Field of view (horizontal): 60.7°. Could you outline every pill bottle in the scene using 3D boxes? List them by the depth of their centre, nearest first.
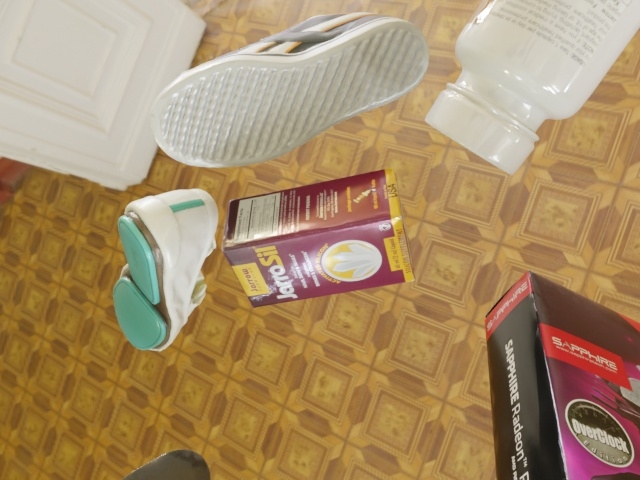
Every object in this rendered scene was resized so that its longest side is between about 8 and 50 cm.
[{"bbox_3d":[0.200,-0.183,0.497,0.131,0.131,0.229,40,109,25],"label":"pill bottle"}]

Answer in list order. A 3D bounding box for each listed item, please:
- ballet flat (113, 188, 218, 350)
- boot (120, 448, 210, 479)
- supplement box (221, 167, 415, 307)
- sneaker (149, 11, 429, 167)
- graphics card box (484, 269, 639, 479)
[{"bbox_3d":[-0.219,0.055,0.802,0.139,0.139,0.400,64,151,19],"label":"ballet flat"},{"bbox_3d":[-0.289,0.367,0.690,0.305,0.115,0.112,-14,62,-22],"label":"boot"},{"bbox_3d":[0.000,0.000,0.599,0.188,0.104,0.080,-11,44,10],"label":"supplement box"},{"bbox_3d":[-0.042,-0.182,0.651,0.321,0.126,0.127,-19,32,-8],"label":"sneaker"},{"bbox_3d":[0.261,0.204,0.441,0.233,0.371,0.094,26,127,-4],"label":"graphics card box"}]
